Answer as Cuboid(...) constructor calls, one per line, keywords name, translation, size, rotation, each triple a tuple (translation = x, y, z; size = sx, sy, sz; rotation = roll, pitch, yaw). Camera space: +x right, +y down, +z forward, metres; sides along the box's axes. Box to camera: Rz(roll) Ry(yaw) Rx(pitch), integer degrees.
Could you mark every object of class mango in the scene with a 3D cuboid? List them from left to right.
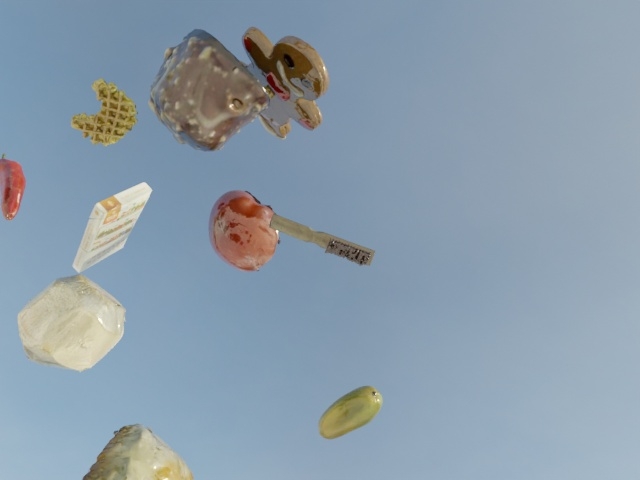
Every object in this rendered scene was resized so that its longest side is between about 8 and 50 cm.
Cuboid(name="mango", translation=(0.072, 0.439, 1.221), size=(0.191, 0.122, 0.085), rotation=(-38, -116, 2))

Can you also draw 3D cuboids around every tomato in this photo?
Cuboid(name="tomato", translation=(-0.220, -0.021, 1.224), size=(0.228, 0.112, 0.199), rotation=(30, -74, 35))

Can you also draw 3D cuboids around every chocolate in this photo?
Cuboid(name="chocolate", translation=(-0.276, -0.321, 1.104), size=(0.210, 0.340, 0.225), rotation=(-47, -54, -2))

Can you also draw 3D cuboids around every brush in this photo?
Cuboid(name="brush", translation=(0.000, 0.000, 1.086), size=(0.248, 0.036, 0.043), rotation=(22, -68, 5))

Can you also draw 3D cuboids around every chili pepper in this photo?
Cuboid(name="chili pepper", translation=(-0.752, -0.139, 1.176), size=(0.063, 0.272, 0.071), rotation=(12, -61, -44))

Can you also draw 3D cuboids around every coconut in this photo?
Cuboid(name="coconut", translation=(-0.440, 0.152, 0.853), size=(0.161, 0.161, 0.162), rotation=(40, -104, -11))

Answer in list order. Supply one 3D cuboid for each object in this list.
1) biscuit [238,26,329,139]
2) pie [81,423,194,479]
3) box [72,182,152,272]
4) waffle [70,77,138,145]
Cuboid(name="biscuit", translation=(-0.112, -0.383, 1.206), size=(0.064, 0.432, 0.283), rotation=(-45, -69, -16))
Cuboid(name="pie", translation=(-0.187, 0.315, 0.391), size=(0.092, 0.315, 0.315), rotation=(16, -59, 2))
Cuboid(name="box", translation=(-0.430, -0.024, 0.991), size=(0.032, 0.122, 0.220), rotation=(47, -49, 2))
Cuboid(name="waffle", translation=(-0.591, -0.345, 1.324), size=(0.194, 0.051, 0.149), rotation=(-28, -56, 23))
